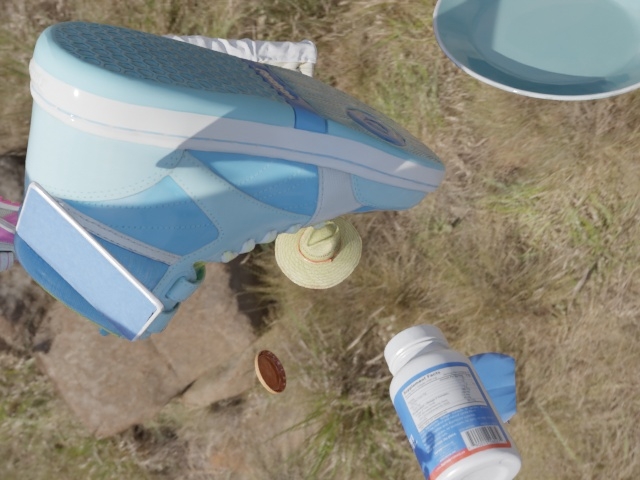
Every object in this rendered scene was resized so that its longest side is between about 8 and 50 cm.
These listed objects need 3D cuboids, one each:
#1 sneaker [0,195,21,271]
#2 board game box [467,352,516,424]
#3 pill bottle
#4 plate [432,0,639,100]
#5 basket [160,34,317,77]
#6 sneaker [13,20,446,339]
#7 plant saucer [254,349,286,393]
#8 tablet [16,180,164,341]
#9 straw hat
[{"bbox_3d":[-0.441,0.000,1.065,0.252,0.111,0.103,20,155,-18],"label":"sneaker"},{"bbox_3d":[0.259,0.258,1.221,0.133,0.169,0.033,-19,122,25],"label":"board game box"},{"bbox_3d":[0.167,0.226,1.008,0.124,0.124,0.222,-56,38,31],"label":"pill bottle"},{"bbox_3d":[0.182,-0.164,0.581,0.188,0.188,0.024,23,147,24],"label":"plate"},{"bbox_3d":[-0.219,-0.177,1.182,0.328,0.331,0.267,14,108,57],"label":"basket"},{"bbox_3d":[-0.068,-0.021,0.551,0.127,0.318,0.208,53,125,48],"label":"sneaker"},{"bbox_3d":[-0.092,0.238,1.355,0.013,0.083,0.084,-30,89,24],"label":"plant saucer"},{"bbox_3d":[-0.113,0.012,0.362,0.083,0.006,0.054,45,142,-2],"label":"tablet"},{"bbox_3d":[0.000,0.000,1.182,0.144,0.144,0.061,43,158,13],"label":"straw hat"}]
